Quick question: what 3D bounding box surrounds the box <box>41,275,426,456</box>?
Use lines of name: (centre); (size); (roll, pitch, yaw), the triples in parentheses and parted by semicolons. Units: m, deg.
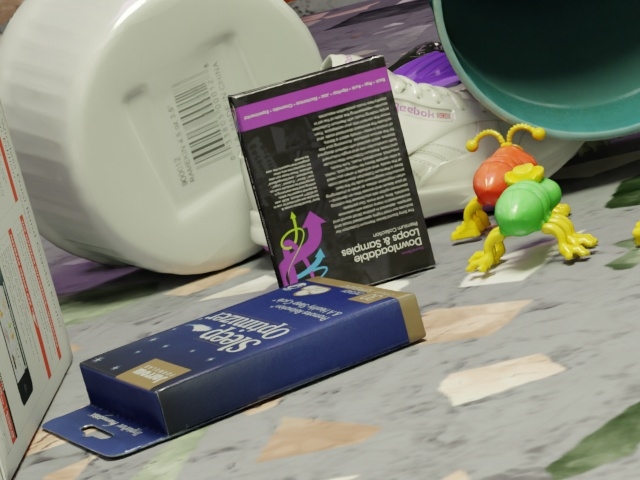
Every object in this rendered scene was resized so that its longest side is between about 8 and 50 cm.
box: (-0.061, 0.077, 1.267); (0.225, 0.036, 0.136); (-21, 13, -25)

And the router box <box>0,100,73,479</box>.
router box: (-0.259, -0.030, 1.270); (0.082, 0.335, 0.301); (-14, 10, 3)

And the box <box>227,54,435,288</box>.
box: (0.009, -0.042, 1.430); (0.116, 0.162, 0.029); (-16, 8, -11)

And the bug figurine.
bug figurine: (0.216, -0.049, 1.427); (0.279, 0.072, 0.216); (-10, 13, 17)

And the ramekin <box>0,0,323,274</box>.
ramekin: (-0.124, -0.103, 1.631); (0.277, 0.277, 0.135); (-21, 21, -28)

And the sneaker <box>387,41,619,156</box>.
sneaker: (0.140, -0.134, 1.745); (0.293, 0.102, 0.146); (-13, 33, 4)

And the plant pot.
plant pot: (0.194, -0.254, 1.591); (0.272, 0.271, 0.255); (-15, 28, -4)

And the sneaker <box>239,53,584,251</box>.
sneaker: (0.080, -0.089, 1.590); (0.305, 0.152, 0.114); (-16, 11, -14)
